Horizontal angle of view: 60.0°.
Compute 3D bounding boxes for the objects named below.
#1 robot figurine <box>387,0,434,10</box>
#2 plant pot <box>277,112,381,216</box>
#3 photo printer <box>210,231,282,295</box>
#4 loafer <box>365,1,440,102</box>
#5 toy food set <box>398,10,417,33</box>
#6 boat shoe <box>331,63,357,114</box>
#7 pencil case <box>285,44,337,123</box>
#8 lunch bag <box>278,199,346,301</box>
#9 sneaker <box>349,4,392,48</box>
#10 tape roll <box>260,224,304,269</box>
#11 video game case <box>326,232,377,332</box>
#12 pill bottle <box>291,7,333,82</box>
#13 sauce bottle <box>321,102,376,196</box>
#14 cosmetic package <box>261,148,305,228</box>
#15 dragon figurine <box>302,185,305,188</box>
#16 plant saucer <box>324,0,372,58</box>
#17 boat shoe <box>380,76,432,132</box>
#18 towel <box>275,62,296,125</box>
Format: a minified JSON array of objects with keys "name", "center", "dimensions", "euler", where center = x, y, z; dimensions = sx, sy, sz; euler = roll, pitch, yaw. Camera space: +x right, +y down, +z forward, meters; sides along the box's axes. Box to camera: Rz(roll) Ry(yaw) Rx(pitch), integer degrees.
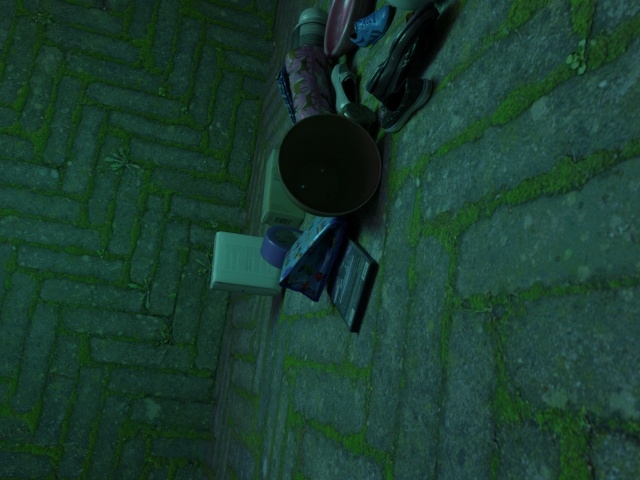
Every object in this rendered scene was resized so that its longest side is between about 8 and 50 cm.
[{"name":"robot figurine","center":[0.218,-0.693,1.344],"dimensions":[0.209,0.173,0.278],"euler":[123,154,-57]},{"name":"plant pot","center":[0.008,-0.187,1.561],"dimensions":[0.191,0.284,0.284],"euler":[135,143,-74]},{"name":"photo printer","center":[-0.296,0.101,2.318],"dimensions":[0.107,0.307,0.256],"euler":[125,149,-56]},{"name":"loafer","center":[0.218,-0.450,1.374],"dimensions":[0.109,0.095,0.302],"euler":[-39,-5,-33]},{"name":"toy food set","center":[0.230,-0.554,1.454],"dimensions":[0.132,0.038,0.192],"euler":[-105,30,-56]},{"name":"boat shoe","center":[0.091,-0.518,1.858],"dimensions":[0.081,0.079,0.227],"euler":[-43,43,49]},{"name":"pencil case","center":[-0.022,-0.500,1.930],"dimensions":[0.167,0.160,0.386],"euler":[76,-178,-64]},{"name":"lunch bag","center":[0.000,0.000,1.698],"dimensions":[0.293,0.138,0.221],"euler":[-62,8,21]},{"name":"sneaker","center":[0.153,-0.665,1.720],"dimensions":[0.209,0.082,0.069],"euler":[158,124,-69]},{"name":"tape roll","center":[-0.113,0.027,1.963],"dimensions":[0.189,0.189,0.080],"euler":[-107,32,-59]},{"name":"video game case","center":[0.082,0.109,1.545],"dimensions":[0.274,0.026,0.196],"euler":[-124,47,-69]},{"name":"pill bottle","center":[-0.031,-0.779,2.245],"dimensions":[0.176,0.176,0.318],"euler":[131,146,-60]},{"name":"sauce bottle","center":[0.060,-0.254,1.704],"dimensions":[0.111,0.111,0.344],"euler":[-96,24,-46]},{"name":"cosmetic package","center":[-0.148,-0.211,2.301],"dimensions":[0.113,0.160,0.309],"euler":[128,148,-56]},{"name":"dragon figurine","center":[-0.055,-0.227,2.068],"dimensions":[0.289,0.085,0.144],"euler":[105,158,-63]},{"name":"plant saucer","center":[0.104,-0.808,1.975],"dimensions":[0.332,0.084,0.332],"euler":[-168,90,-73]},{"name":"boat shoe","center":[0.191,-0.338,1.378],"dimensions":[0.228,0.076,0.080],"euler":[153,127,-70]},{"name":"towel","center":[-0.079,-0.493,2.099],"dimensions":[0.243,0.040,0.336],"euler":[-82,-26,-60]}]
